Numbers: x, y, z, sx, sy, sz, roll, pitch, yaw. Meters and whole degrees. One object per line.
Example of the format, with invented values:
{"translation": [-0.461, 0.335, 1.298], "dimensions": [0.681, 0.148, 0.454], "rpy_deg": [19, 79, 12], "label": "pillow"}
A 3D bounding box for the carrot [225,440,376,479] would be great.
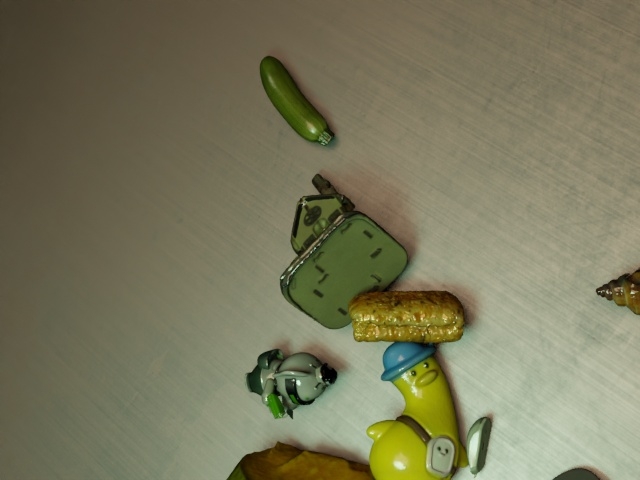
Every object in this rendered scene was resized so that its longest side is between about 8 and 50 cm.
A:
{"translation": [-0.076, 0.508, 1.584], "dimensions": [0.241, 0.241, 0.341], "rpy_deg": [37, 95, 24], "label": "carrot"}

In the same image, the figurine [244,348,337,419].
{"translation": [-0.054, 0.269, 1.688], "dimensions": [0.192, 0.147, 0.126], "rpy_deg": [-11, 89, 32], "label": "figurine"}

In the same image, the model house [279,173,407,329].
{"translation": [0.000, 0.000, 1.721], "dimensions": [0.218, 0.205, 0.279], "rpy_deg": [-45, 37, 6], "label": "model house"}

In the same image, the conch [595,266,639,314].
{"translation": [0.592, 0.073, 1.500], "dimensions": [0.232, 0.086, 0.080], "rpy_deg": [-21, 31, 3], "label": "conch"}

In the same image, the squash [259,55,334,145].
{"translation": [-0.059, -0.289, 1.841], "dimensions": [0.069, 0.069, 0.258], "rpy_deg": [-39, 67, 10], "label": "squash"}

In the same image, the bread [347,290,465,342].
{"translation": [0.156, 0.140, 1.607], "dimensions": [0.210, 0.114, 0.083], "rpy_deg": [-2, 107, -1], "label": "bread"}

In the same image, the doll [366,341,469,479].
{"translation": [0.178, 0.347, 1.586], "dimensions": [0.199, 0.145, 0.363], "rpy_deg": [12, 70, -16], "label": "doll"}

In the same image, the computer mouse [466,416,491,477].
{"translation": [0.278, 0.370, 1.571], "dimensions": [0.032, 0.056, 0.110], "rpy_deg": [8, 84, 31], "label": "computer mouse"}

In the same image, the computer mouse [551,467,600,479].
{"translation": [0.465, 0.499, 1.467], "dimensions": [0.120, 0.057, 0.232], "rpy_deg": [-35, 68, 12], "label": "computer mouse"}
